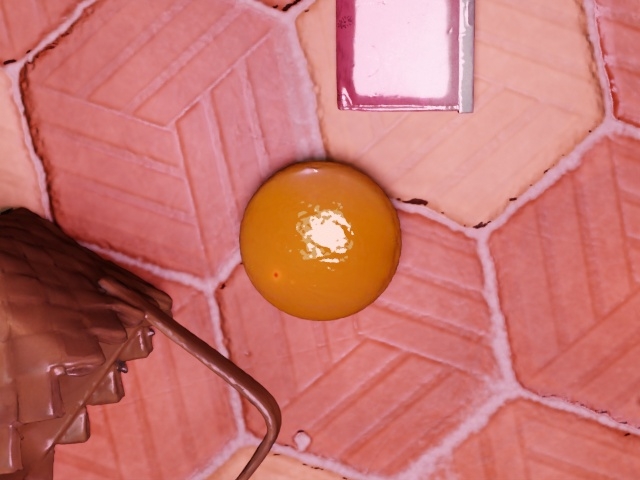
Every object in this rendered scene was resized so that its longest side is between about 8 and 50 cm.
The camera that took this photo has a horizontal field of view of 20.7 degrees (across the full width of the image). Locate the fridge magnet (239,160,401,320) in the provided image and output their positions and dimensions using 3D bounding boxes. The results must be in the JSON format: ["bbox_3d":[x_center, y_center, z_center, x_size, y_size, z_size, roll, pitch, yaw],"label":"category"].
[{"bbox_3d":[0.000,0.000,1.526,0.143,0.063,0.143,1,103,3],"label":"fridge magnet"}]

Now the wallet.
[{"bbox_3d":[0.072,-0.223,1.485,0.119,0.025,0.232,0,104,2],"label":"wallet"}]

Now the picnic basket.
[{"bbox_3d":[-0.220,0.144,1.453,0.321,0.291,0.254,38,103,2],"label":"picnic basket"}]
